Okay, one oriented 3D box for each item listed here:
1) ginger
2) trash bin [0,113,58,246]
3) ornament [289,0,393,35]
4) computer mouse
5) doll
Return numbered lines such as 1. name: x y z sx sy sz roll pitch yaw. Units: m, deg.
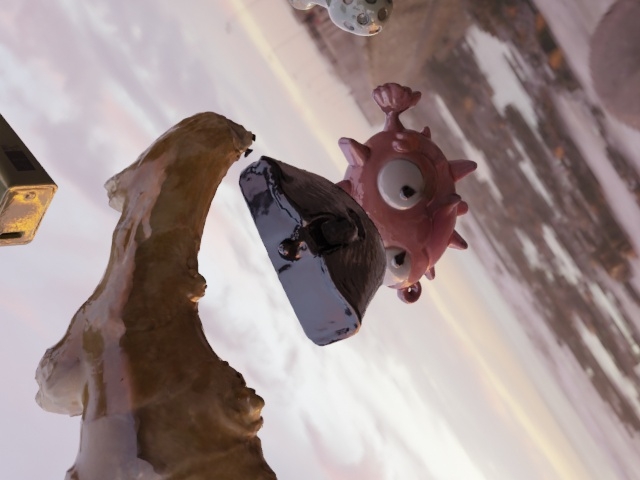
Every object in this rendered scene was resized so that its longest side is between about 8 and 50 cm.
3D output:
1. ginger: -0.089 0.082 0.611 0.081 0.147 0.334 27 -121 -53
2. trash bin: -0.236 -0.048 0.813 0.043 0.061 0.092 -9 -130 -48
3. ornament: 0.031 -0.307 1.450 0.156 0.075 0.081 31 158 44
4. computer mouse: 0.000 0.000 0.895 0.147 0.088 0.264 63 -177 0
5. doll: 0.093 -0.053 1.325 0.093 0.211 0.262 15 107 54
